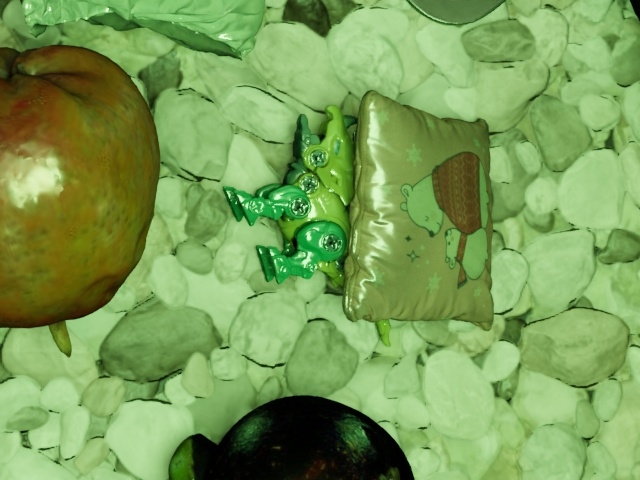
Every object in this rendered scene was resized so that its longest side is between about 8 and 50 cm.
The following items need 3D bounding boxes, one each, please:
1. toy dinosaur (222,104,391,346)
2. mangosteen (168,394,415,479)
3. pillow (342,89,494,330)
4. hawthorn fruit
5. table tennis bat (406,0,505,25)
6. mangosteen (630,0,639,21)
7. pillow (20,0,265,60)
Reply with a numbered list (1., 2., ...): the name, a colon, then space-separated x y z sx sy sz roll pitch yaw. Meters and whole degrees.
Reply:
1. toy dinosaur: 0.000 0.000 1.467 0.153 0.094 0.259 -19 98 -12
2. mangosteen: -0.032 0.262 1.377 0.243 0.243 0.243 1 84 -9
3. pillow: 0.107 -0.024 1.450 0.223 0.084 0.236 2 89 -48
4. hawthorn fruit: -0.279 -0.028 1.347 0.277 0.277 0.298 -17 106 -10
5. table tennis bat: 0.183 -0.341 1.561 0.138 0.022 0.246 45 81 -2
6. mangosteen: 0.451 -0.314 1.464 0.297 0.293 0.297 1 88 -22
7. pillow: -0.168 -0.341 1.423 0.283 0.138 0.310 0 92 -34
